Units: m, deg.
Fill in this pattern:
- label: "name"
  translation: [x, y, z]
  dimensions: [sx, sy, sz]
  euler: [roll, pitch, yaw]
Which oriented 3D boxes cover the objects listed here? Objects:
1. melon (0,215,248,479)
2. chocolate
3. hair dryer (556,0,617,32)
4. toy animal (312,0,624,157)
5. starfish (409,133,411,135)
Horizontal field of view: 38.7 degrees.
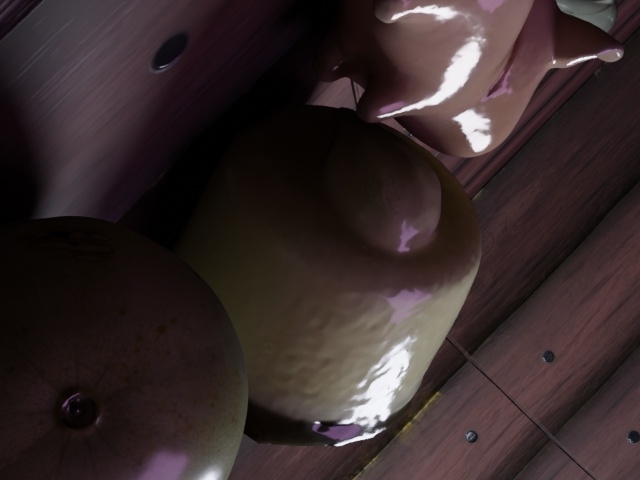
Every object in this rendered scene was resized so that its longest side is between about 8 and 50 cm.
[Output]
- label: "melon"
  translation: [-0.194, 0.115, 0.653]
  dimensions: [0.268, 0.268, 0.330]
  euler: [-42, -171, -20]
- label: "chocolate"
  translation: [0.000, 0.000, 0.947]
  dimensions: [0.314, 0.326, 0.297]
  euler: [-28, 143, -49]
- label: "hair dryer"
  translation: [0.350, -0.342, 1.494]
  dimensions: [0.298, 0.119, 0.296]
  euler: [-35, 164, 11]
- label: "toy animal"
  translation: [0.114, -0.211, 0.814]
  dimensions: [0.269, 0.237, 0.326]
  euler: [-30, 161, -19]
- label: "starfish"
  translation: [0.200, -0.266, 1.254]
  dimensions: [0.302, 0.060, 0.299]
  euler: [-45, 176, -34]
